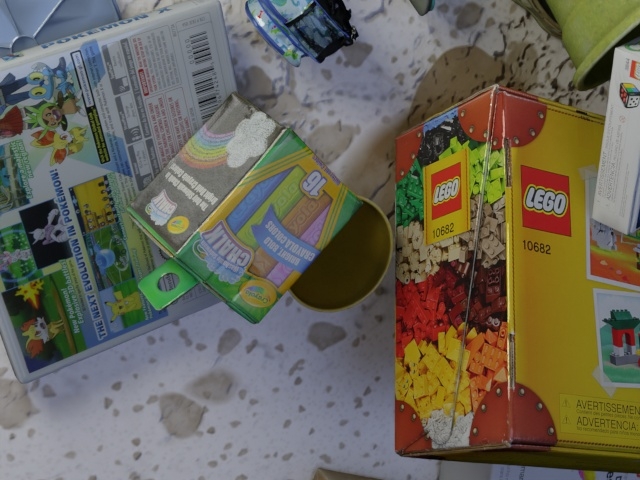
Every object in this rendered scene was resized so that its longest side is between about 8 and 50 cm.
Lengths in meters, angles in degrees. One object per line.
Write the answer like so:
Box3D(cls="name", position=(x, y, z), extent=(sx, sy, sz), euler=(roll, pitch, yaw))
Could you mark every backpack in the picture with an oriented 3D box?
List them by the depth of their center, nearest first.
Box3D(cls="backpack", position=(-0.029, -0.238, 1.118), extent=(0.084, 0.105, 0.114), euler=(-35, 115, 13))

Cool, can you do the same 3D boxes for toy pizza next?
Box3D(cls="toy pizza", position=(-0.284, -0.185, 1.049), extent=(0.201, 0.032, 0.201), euler=(-13, 117, -26))

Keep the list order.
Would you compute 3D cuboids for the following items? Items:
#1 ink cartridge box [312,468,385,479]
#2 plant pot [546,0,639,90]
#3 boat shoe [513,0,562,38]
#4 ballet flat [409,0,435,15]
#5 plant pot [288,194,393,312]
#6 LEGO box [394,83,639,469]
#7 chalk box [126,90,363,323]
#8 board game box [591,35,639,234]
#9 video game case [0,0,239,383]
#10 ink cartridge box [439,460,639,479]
Box3D(cls="ink cartridge box", position=(0.106, 0.379, 1.334), extent=(0.193, 0.235, 0.088), euler=(16, 102, -31))
Box3D(cls="plant pot", position=(0.306, -0.338, 1.137), extent=(0.276, 0.276, 0.254), euler=(-31, 80, -13))
Box3D(cls="boat shoe", position=(0.277, -0.274, 1.288), extent=(0.153, 0.048, 0.056), euler=(29, 94, -31))
Box3D(cls="ballet flat", position=(0.084, -0.343, 1.162), extent=(0.068, 0.072, 0.213), euler=(-4, 106, -9))
Box3D(cls="plant pot", position=(0.000, 0.000, 1.224), extent=(0.134, 0.095, 0.134), euler=(-9, 112, -23))
Box3D(cls="LEGO box", position=(0.341, 0.073, 1.274), extent=(0.500, 0.193, 0.372), euler=(11, 72, -29))
Box3D(cls="chalk box", position=(-0.091, -0.015, 1.097), extent=(0.213, 0.132, 0.132), euler=(-49, 128, -2))
Box3D(cls="board game box", position=(0.404, -0.151, 1.160), extent=(0.305, 0.053, 0.193), euler=(-28, 132, -34))
Box3D(cls="video game case", position=(-0.208, -0.049, 1.115), extent=(0.300, 0.036, 0.329), euler=(-22, 122, -21))
Box3D(cls="ink cartridge box", position=(0.311, 0.244, 1.455), extent=(0.278, 0.117, 0.201), euler=(-3, 110, -26))
